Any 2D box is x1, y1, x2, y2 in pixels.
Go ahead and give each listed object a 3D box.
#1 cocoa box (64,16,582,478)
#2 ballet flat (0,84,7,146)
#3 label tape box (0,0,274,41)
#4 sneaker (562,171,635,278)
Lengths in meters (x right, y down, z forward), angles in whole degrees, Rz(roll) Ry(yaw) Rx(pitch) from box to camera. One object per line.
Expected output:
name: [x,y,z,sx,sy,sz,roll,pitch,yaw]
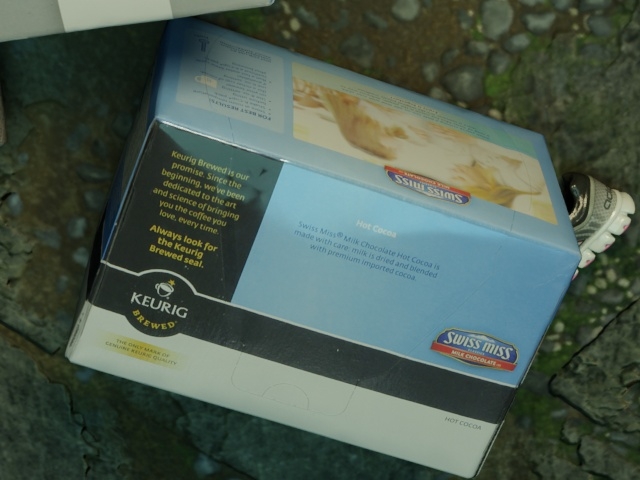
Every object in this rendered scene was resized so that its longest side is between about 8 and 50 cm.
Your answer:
cocoa box: [0.000,0.000,1.347,0.347,0.231,0.228,17,116,-10]
ballet flat: [-0.330,-0.209,1.303,0.106,0.107,0.316,-39,114,7]
label tape box: [-0.100,-0.249,1.199,0.347,0.249,0.115,-6,118,2]
sneaker: [0.192,0.005,1.453,0.075,0.063,0.170,38,106,-20]
